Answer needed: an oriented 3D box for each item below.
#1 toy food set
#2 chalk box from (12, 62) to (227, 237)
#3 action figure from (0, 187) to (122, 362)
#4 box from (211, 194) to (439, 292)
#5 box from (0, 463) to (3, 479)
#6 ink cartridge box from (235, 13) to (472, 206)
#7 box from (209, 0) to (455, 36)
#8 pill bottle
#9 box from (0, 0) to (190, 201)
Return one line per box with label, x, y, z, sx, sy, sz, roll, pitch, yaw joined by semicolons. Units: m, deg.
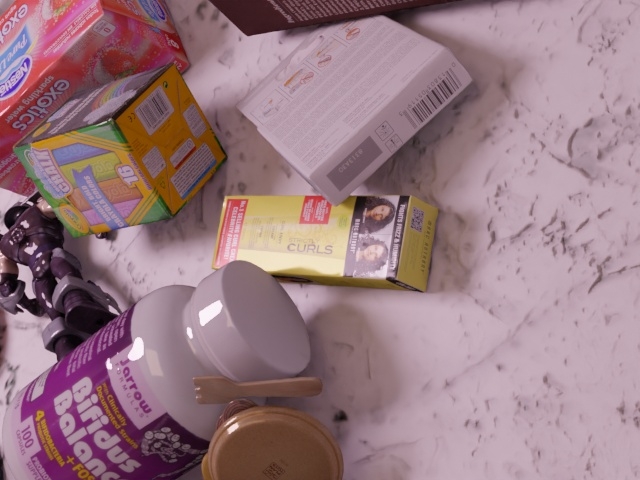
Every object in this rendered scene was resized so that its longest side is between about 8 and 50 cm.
toy food set;-0.045;0.199;0.880;0.132;0.038;0.192;-2;112;6
chalk box;-0.242;-0.095;1.102;0.213;0.132;0.132;-9;32;36
action figure;-0.324;0.039;1.177;0.185;0.099;0.285;-54;47;19
box;0.000;0.000;0.964;0.232;0.058;0.087;3;77;38
box;-0.571;0.356;1.124;0.296;0.294;0.182;-37;56;21
ink cartridge box;0.024;-0.149;0.989;0.181;0.056;0.224;-43;33;0
box;0.053;-0.342;0.975;0.381;0.143;0.191;-1;65;38
pill bottle;-0.161;0.149;0.964;0.301;0.169;0.169;-36;57;23
box;-0.332;-0.204;1.224;0.300;0.154;0.142;-37;57;20
